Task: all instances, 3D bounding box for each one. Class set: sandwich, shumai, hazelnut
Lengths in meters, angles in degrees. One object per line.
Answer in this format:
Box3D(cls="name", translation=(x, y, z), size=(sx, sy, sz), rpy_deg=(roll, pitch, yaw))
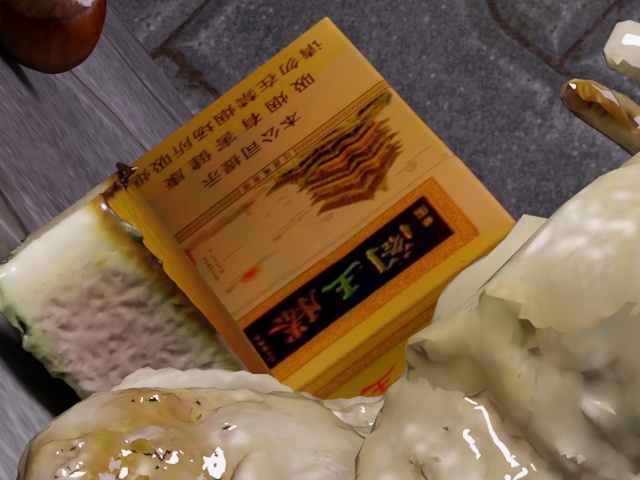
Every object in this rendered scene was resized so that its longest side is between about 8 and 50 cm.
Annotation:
Box3D(cls="sandwich", translation=(-0.042, 0.054, 0.613), size=(0.162, 0.058, 0.193), rpy_deg=(54, -1, -5))
Box3D(cls="shumai", translation=(0.106, 0.096, 0.383), size=(0.267, 0.262, 0.314), rpy_deg=(51, 4, -39))
Box3D(cls="hazelnut", translation=(-0.170, -0.142, 1.094), size=(0.086, 0.086, 0.086), rpy_deg=(53, 1, -2))

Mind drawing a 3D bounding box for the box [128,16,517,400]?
Box3D(cls="box", translation=(0.000, 0.000, 1.009), size=(0.076, 0.174, 0.274), rpy_deg=(51, 2, -36))
